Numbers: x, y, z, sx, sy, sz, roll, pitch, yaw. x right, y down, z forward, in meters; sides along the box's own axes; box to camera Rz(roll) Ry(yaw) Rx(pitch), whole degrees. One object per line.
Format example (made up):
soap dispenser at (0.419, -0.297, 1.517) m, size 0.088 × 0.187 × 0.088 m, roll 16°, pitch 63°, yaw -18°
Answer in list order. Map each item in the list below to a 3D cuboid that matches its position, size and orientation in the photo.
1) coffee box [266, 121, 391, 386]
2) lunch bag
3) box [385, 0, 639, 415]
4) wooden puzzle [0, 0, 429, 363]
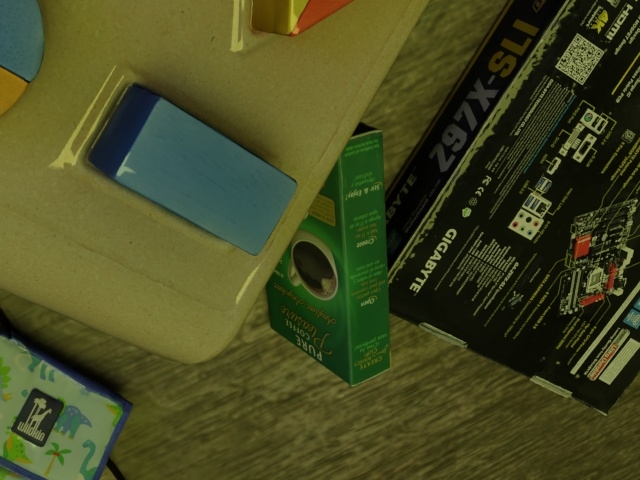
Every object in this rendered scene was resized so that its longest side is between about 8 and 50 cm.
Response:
coffee box at (0.000, 0.000, 0.660) m, size 0.040 × 0.113 × 0.184 m, roll -20°, pitch 118°, yaw -31°
lunch bag at (-0.231, 0.154, 0.682) m, size 0.128 × 0.096 × 0.151 m, roll 36°, pitch 86°, yaw -23°
box at (0.210, -0.046, 0.717) m, size 0.257 × 0.079 × 0.322 m, roll 25°, pitch 105°, yaw -25°
wooden puzzle at (-0.090, -0.122, 0.453) m, size 0.322 × 0.080 × 0.348 m, roll 30°, pitch 95°, yaw -34°
